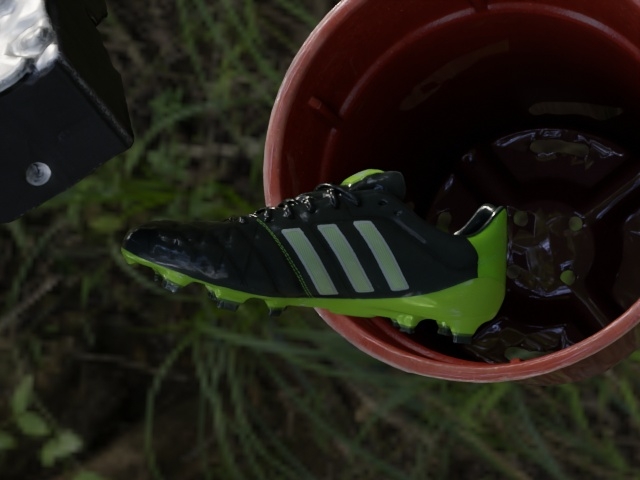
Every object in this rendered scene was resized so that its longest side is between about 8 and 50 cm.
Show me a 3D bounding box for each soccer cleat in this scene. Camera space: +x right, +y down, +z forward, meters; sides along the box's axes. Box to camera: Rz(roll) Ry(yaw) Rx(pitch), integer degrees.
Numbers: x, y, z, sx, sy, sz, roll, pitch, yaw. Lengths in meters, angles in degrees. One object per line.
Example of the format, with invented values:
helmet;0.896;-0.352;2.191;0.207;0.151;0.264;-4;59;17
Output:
soccer cleat;0.000;0.000;0.763;0.060;0.179;0.072;-161;80;-74

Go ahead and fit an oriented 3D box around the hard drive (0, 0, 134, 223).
hard drive;-0.252;-0.043;0.756;0.339;0.064;0.237;-30;39;11

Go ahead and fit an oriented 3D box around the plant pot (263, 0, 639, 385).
plant pot;0.130;-0.022;1.114;0.265;0.272;0.272;41;-132;-70
